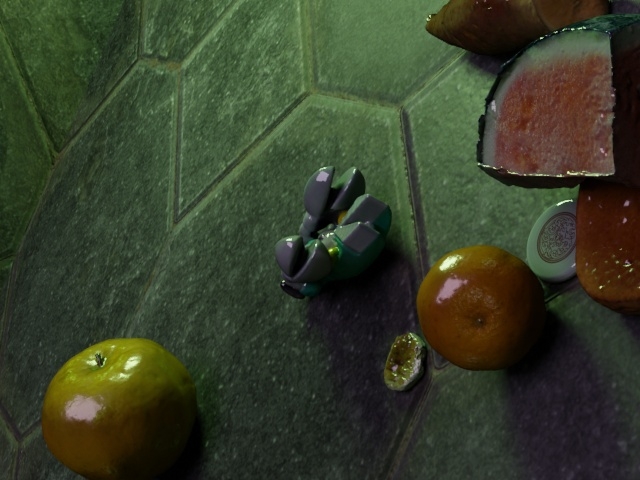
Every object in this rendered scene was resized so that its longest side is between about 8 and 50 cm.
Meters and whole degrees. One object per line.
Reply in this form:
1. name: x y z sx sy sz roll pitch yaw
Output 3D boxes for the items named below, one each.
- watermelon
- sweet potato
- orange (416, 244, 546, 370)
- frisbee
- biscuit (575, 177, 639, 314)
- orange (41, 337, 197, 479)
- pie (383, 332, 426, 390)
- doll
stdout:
1. watermelon: 0.285 -0.141 1.188 0.318 0.148 0.226 -39 46 42
2. sweet potato: 0.238 -0.319 1.472 0.337 0.131 0.131 2 72 57
3. orange: 0.193 0.081 1.268 0.154 0.155 0.134 -61 -3 9
4. frisbee: 0.295 -0.001 1.287 0.110 0.014 0.110 -35 43 41
5. biscuit: 0.389 -0.055 1.138 0.262 0.052 0.277 -27 47 49
6. orange: -0.352 0.305 1.860 0.279 0.235 0.279 -17 22 7
7. pie: 0.115 0.168 1.450 0.084 0.020 0.084 -36 42 41
8. doll: -0.001 0.013 1.603 0.258 0.153 0.195 -55 19 28
